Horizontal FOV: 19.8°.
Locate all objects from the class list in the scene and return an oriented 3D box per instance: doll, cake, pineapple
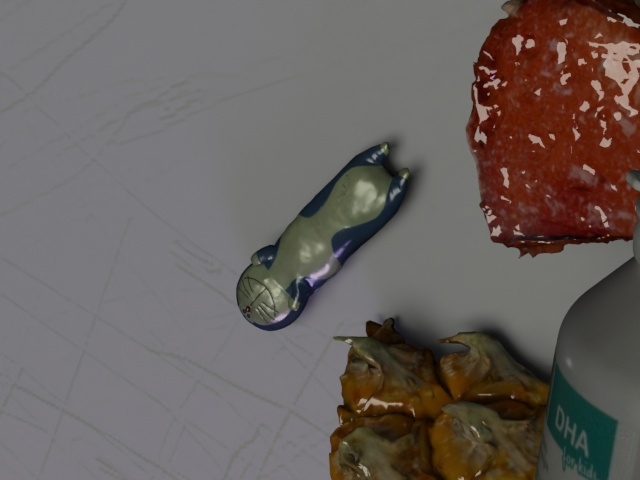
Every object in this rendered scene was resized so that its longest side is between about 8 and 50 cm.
[{"bbox_3d":[0.000,0.000,0.883,0.037,0.027,0.125,52,123,15],"label":"doll"},{"bbox_3d":[0.170,-0.063,0.731,0.220,0.086,0.116,-5,105,32],"label":"cake"},{"bbox_3d":[0.110,0.189,0.804,0.158,0.161,0.334,-17,94,31],"label":"pineapple"}]

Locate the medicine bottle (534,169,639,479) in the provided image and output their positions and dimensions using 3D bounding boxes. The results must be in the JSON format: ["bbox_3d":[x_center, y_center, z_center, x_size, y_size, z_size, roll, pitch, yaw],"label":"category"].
[{"bbox_3d":[0.149,0.070,0.667,0.135,0.135,0.215,16,114,25],"label":"medicine bottle"}]
